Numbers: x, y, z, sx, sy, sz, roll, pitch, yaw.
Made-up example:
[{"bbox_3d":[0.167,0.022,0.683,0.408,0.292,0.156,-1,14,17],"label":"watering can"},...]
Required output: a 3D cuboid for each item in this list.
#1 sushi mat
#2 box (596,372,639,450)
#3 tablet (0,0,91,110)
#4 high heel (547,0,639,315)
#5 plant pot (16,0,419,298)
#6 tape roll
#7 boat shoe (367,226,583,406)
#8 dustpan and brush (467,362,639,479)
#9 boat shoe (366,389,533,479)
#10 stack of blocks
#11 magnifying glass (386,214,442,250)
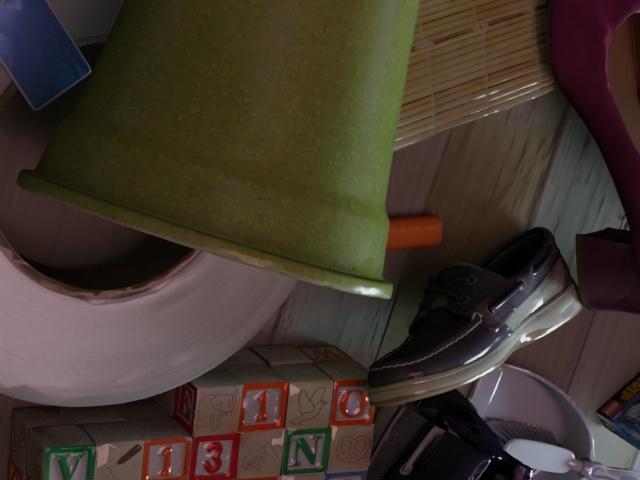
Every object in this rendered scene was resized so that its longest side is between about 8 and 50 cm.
[{"bbox_3d":[0.080,-0.158,1.472,0.316,0.019,0.151,-22,108,-39],"label":"sushi mat"},{"bbox_3d":[0.346,0.147,1.728,0.137,0.094,0.027,-40,120,-9],"label":"box"},{"bbox_3d":[-0.211,-0.143,1.311,0.054,0.006,0.083,-37,116,-12],"label":"tablet"},{"bbox_3d":[0.306,-0.107,1.548,0.127,0.181,0.377,-23,111,-45],"label":"high heel"},{"bbox_3d":[-0.045,-0.120,1.249,0.276,0.276,0.254,15,93,-30],"label":"plant pot"},{"bbox_3d":[-0.175,-0.062,1.392,0.392,0.072,0.392,-7,106,-24],"label":"tape roll"},{"bbox_3d":[0.129,0.064,1.559,0.285,0.102,0.092,-25,99,-45],"label":"boat shoe"},{"bbox_3d":[0.229,0.208,1.708,0.211,0.060,0.147,16,99,-30],"label":"dustpan and brush"},{"bbox_3d":[0.069,0.303,1.603,0.127,0.158,0.341,16,99,-30],"label":"boat shoe"},{"bbox_3d":[-0.109,0.188,1.515,0.297,0.087,0.171,-2,107,-26],"label":"stack of blocks"},{"bbox_3d":[0.000,0.000,1.543,0.231,0.026,0.092,-5,109,-26],"label":"magnifying glass"}]
